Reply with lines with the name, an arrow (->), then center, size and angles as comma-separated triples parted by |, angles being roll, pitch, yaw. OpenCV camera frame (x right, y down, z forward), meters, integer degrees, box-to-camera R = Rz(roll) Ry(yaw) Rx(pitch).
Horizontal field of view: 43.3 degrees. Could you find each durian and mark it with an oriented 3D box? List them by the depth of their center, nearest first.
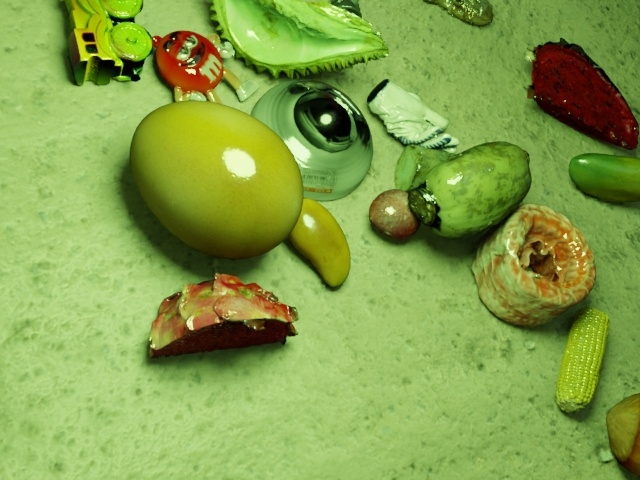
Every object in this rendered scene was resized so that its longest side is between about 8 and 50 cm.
durian -> -0.044, -0.441, 1.641 | 0.394, 0.198, 0.163 | 20, 44, 12

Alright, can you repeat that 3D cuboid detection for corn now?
corn -> 0.551, 0.245, 1.691 | 0.081, 0.081, 0.248 | 33, 56, -8

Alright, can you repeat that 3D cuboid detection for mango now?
mango -> 0.000, 0.000, 1.540 | 0.102, 0.085, 0.184 | -36, 90, -34
mango -> 0.692, -0.150, 1.920 | 0.237, 0.137, 0.091 | 10, 61, -6

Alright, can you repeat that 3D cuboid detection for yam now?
yam -> 0.264, -0.137, 1.723 | 0.194, 0.107, 0.107 | 9, 63, -23

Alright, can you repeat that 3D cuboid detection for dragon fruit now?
dragon fruit -> -0.155, 0.111, 1.362 | 0.274, 0.161, 0.126 | -3, 70, -25
dragon fruit -> 0.640, -0.367, 2.019 | 0.343, 0.100, 0.282 | 24, 57, -18

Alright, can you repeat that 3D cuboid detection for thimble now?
thimble -> 0.443, 0.051, 1.683 | 0.239, 0.162, 0.239 | 11, 62, -22

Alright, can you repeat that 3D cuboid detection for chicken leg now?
chicken leg -> 0.339, -0.592, 2.009 | 0.197, 0.069, 0.085 | 13, 85, -13

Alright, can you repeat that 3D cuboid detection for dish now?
dish -> 0.004, -0.230, 1.624 | 0.273, 0.134, 0.273 | 12, 61, -22

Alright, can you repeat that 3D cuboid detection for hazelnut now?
hazelnut -> 0.672, 0.390, 1.633 | 0.182, 0.182, 0.182 | 11, 62, -21

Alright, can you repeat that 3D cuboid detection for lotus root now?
lotus root -> 0.320, -0.114, 1.609 | 0.309, 0.173, 0.173 | -26, 80, -28

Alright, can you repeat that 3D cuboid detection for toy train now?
toy train -> -0.420, -0.433, 1.532 | 0.160, 0.100, 0.296 | -8, 70, -27

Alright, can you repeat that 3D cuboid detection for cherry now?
cherry -> 0.185, -0.059, 1.663 | 0.225, 0.090, 0.107 | -8, 54, -42

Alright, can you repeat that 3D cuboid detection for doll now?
doll -> -0.235, -0.340, 1.590 | 0.217, 0.085, 0.183 | 43, 56, -13

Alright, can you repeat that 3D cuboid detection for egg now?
egg -> -0.182, -0.109, 1.403 | 0.322, 0.250, 0.250 | 33, 56, 2

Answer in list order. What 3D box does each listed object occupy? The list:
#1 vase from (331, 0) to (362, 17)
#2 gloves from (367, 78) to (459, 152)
vase -> 0.058, -0.610, 1.856 | 0.115, 0.115, 0.238 | 11, 67, -21
gloves -> 0.205, -0.261, 1.759 | 0.229, 0.097, 0.119 | 33, 61, -2
